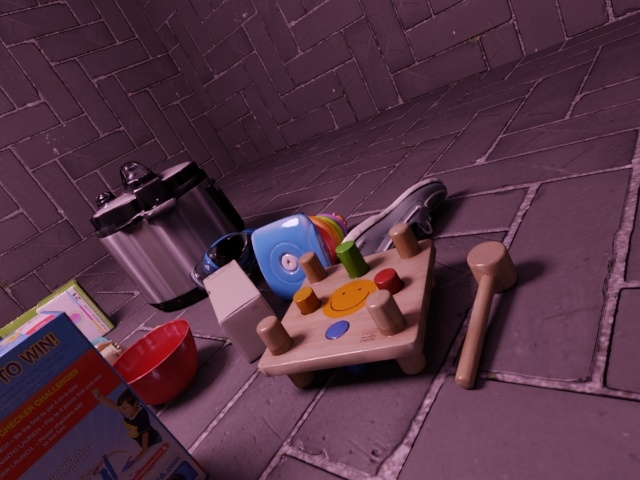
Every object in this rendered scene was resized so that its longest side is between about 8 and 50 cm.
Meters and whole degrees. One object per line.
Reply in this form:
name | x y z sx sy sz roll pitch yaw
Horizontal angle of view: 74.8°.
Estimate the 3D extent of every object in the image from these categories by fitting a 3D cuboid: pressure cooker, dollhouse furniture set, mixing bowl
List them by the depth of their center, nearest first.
mixing bowl | -0.310 0.250 0.817 0.182 0.098 0.181 -25 20 10
dollhouse furniture set | -0.404 0.251 0.933 0.161 0.101 0.182 -41 23 -30
pressure cooker | -0.460 -0.048 1.262 0.370 0.420 0.375 -20 22 26

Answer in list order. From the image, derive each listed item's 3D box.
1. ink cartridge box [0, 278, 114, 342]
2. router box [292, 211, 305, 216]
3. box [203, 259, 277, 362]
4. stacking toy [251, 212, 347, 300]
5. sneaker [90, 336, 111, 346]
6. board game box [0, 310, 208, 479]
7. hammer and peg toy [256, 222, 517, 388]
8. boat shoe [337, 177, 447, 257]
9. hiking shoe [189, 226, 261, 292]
ink cartridge box | -0.816 0.276 1.300 0.255 0.188 0.097 -40 24 -22
router box | -0.099 -0.036 1.304 0.123 0.038 0.092 -27 20 7
box | -0.168 0.136 0.885 0.094 0.113 0.275 -34 20 -11
stacking toy | 0.000 0.000 0.975 0.166 0.175 0.302 -17 10 30
sneaker | -0.562 0.316 0.954 0.107 0.109 0.275 0 30 9
board game box | -0.332 0.290 0.458 0.086 0.301 0.308 -8 28 45
hammer and peg toy | 0.093 0.087 0.629 0.362 0.127 0.266 -17 23 29
boat shoe | 0.177 -0.025 0.880 0.320 0.116 0.099 -33 63 -30
hiking shoe | -0.210 0.029 1.120 0.132 0.113 0.304 -48 0 33
